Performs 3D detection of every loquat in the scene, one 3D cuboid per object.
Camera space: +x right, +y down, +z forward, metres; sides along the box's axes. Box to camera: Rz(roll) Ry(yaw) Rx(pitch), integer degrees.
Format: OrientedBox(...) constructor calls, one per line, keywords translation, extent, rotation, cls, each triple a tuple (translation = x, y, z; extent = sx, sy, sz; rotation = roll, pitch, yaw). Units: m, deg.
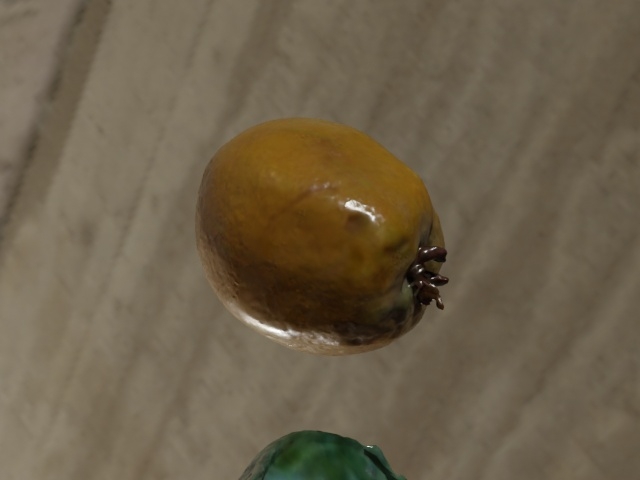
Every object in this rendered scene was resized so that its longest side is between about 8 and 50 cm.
OrientedBox(translation=(0.000, 0.000, 1.388), extent=(0.176, 0.234, 0.187), rotation=(-58, -25, -9), cls="loquat")

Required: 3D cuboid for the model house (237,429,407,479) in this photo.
OrientedBox(translation=(-0.053, 0.259, 0.811), extent=(0.241, 0.226, 0.261), rotation=(-32, 16, 31), cls="model house")
